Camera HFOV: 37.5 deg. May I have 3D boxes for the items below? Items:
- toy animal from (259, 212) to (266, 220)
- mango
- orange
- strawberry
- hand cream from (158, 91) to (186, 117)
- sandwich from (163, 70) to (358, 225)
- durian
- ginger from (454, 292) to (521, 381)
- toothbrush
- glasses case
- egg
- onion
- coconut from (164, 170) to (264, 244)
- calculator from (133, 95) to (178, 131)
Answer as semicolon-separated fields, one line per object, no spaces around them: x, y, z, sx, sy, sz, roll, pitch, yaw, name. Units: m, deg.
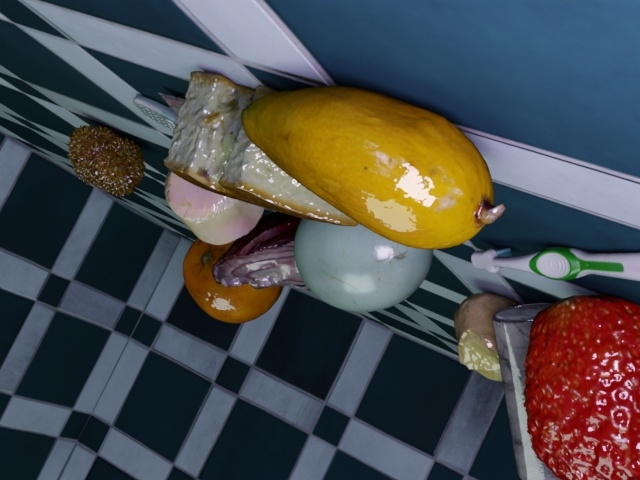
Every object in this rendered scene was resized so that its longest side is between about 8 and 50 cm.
-0.136;-0.034;2.010;0.220;0.086;0.069;28;136;32;toy animal
0.039;-0.075;0.883;0.317;0.119;0.177;24;-179;44;mango
-0.208;0.078;2.352;0.261;0.261;0.261;26;173;3;orange
0.380;0.194;1.251;0.276;0.257;0.257;62;166;-8;strawberry
-0.156;-0.153;1.357;0.067;0.043;0.209;20;166;29;hand cream
-0.052;-0.098;1.054;0.236;0.122;0.128;17;173;37;sandwich
-0.432;-0.160;1.926;0.158;0.137;0.168;45;171;21;durian
0.303;0.165;1.644;0.138;0.152;0.267;-8;176;28;ginger
0.279;0.027;1.084;0.040;0.042;0.418;-13;-175;-16;toothbrush
0.351;0.249;1.509;0.114;0.299;0.060;-8;-162;17;glasses case
0.056;0.011;1.245;0.168;0.168;0.231;29;168;-23;egg
-0.004;0.004;1.594;0.315;0.146;0.280;13;158;-25;onion
-0.166;-0.070;1.529;0.147;0.147;0.152;23;169;25;coconut
-0.216;-0.178;1.437;0.153;0.021;0.095;26;173;2;calculator
